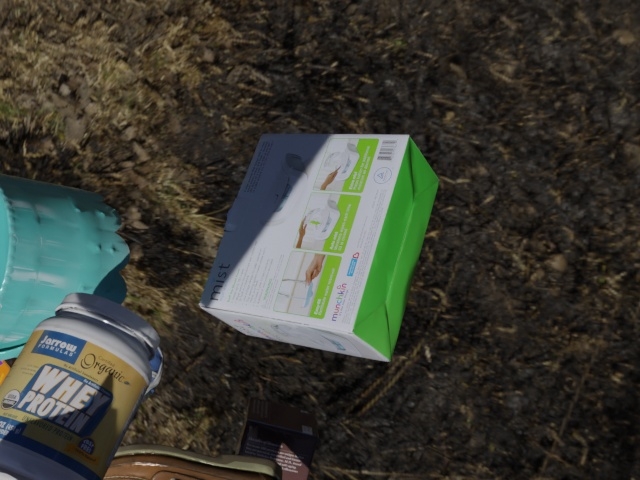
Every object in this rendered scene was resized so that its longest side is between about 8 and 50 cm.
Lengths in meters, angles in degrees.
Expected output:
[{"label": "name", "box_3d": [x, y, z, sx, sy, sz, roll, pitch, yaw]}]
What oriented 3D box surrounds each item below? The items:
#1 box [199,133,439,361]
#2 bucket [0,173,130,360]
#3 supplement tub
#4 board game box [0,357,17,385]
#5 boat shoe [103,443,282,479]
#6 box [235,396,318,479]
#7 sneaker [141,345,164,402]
[{"label": "box", "box_3d": [0.000, 0.000, 0.958, 0.127, 0.231, 0.262, 43, 58, -52]}, {"label": "bucket", "box_3d": [-0.427, 0.037, 1.023, 0.183, 0.281, 0.281, 16, 84, -56]}, {"label": "supplement tub", "box_3d": [-0.275, 0.173, 0.812, 0.144, 0.144, 0.200, 34, 56, -20]}, {"label": "board game box", "box_3d": [-0.641, 0.393, 1.357, 0.356, 0.356, 0.356, -36, 103, -14]}, {"label": "boat shoe", "box_3d": [-0.209, 0.373, 1.082, 0.307, 0.104, 0.111, 1, 133, 0]}, {"label": "box", "box_3d": [-0.111, 0.497, 1.700, 0.167, 0.168, 0.203, 14, 94, -4]}, {"label": "sneaker", "box_3d": [-0.314, 0.220, 1.136, 0.211, 0.080, 0.081, -56, 144, -46]}]
